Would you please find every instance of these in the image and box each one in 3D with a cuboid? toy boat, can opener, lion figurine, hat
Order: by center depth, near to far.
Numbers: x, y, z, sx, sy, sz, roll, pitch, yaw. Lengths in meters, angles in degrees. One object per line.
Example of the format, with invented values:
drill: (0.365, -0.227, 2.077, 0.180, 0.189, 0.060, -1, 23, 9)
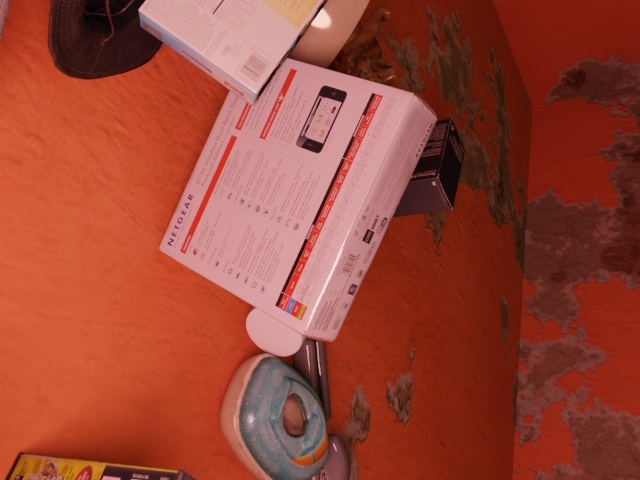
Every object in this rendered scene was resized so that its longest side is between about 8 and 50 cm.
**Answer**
hat: (-0.279, -0.363, 0.858, 0.331, 0.134, 0.331, -58, 176, -6)
toy boat: (-0.066, 0.358, 1.075, 0.267, 0.148, 0.318, 53, 42, -41)
can opener: (0.010, 0.321, 1.261, 0.076, 0.095, 0.284, 0, 85, -60)
lion figurine: (0.039, -0.495, 1.471, 0.392, 0.142, 0.240, 48, 51, -24)

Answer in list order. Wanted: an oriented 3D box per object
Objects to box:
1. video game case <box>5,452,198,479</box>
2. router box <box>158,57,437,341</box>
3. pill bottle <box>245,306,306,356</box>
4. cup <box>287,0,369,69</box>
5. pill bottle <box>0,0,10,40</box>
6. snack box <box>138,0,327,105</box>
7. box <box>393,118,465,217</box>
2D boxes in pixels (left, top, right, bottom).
video game case: (-0.265, 0.349, 0.642, 0.035, 0.248, 0.275, 54, 41, -42)
router box: (-0.043, -0.076, 0.939, 0.082, 0.301, 0.336, 23, 93, -56)
pill bottle: (-0.037, 0.093, 1.184, 0.229, 0.131, 0.131, -55, 130, -52)
cup: (-0.082, -0.430, 1.095, 0.237, 0.331, 0.331, 25, 59, -25)
pill bottle: (-0.385, -0.283, 0.655, 0.160, 0.160, 0.283, 30, 59, -54)
snack box: (-0.078, -0.371, 0.920, 0.187, 0.060, 0.322, 35, 79, -6)
box: (0.163, -0.146, 1.451, 0.103, 0.261, 0.184, 57, 40, -37)
